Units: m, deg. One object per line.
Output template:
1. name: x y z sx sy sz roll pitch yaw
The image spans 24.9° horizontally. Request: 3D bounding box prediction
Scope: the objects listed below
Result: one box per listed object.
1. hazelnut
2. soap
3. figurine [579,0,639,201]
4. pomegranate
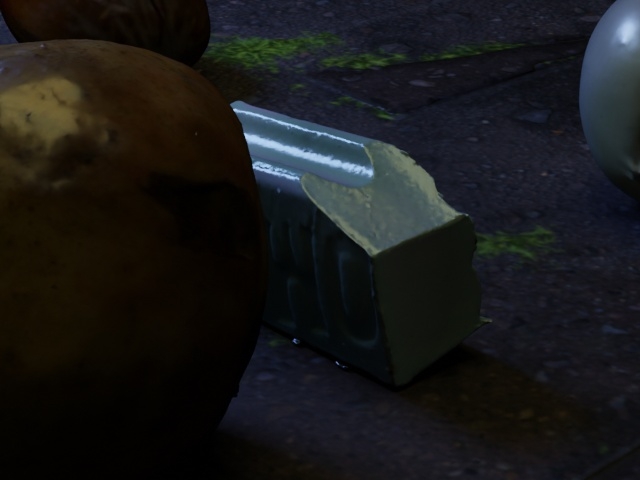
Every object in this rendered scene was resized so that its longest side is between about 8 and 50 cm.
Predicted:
1. hazelnut: -0.214 -0.238 1.454 0.212 0.181 0.181 -5 4 -33
2. soap: 0.000 0.000 1.023 0.091 0.145 0.230 -32 35 -34
3. figurine: 0.398 -0.089 1.135 0.274 0.227 0.394 -37 48 -12
4. pomegranate: -0.156 0.016 0.836 0.281 0.281 0.281 0 26 0
